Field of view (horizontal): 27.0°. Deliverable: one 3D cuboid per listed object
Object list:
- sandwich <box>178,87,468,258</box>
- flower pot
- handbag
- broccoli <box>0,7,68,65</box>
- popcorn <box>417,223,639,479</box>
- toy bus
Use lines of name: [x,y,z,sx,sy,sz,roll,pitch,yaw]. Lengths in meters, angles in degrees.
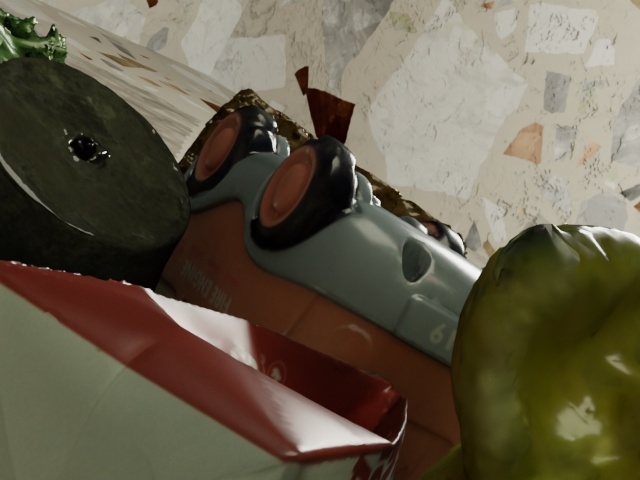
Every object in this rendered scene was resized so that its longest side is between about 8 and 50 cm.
sandwich: [0.000,0.000,1.341,0.325,0.131,0.262,35,-10,-6]
flower pot: [-0.172,-0.007,0.768,0.235,0.148,0.235,32,32,-23]
handbag: [-0.041,0.121,0.566,0.151,0.171,0.298,28,4,24]
broccoli: [-0.304,-0.136,0.946,0.269,0.270,0.270,15,37,-12]
popcorn: [0.151,0.139,0.566,0.326,0.321,0.290,59,4,-2]
toy bus: [-0.006,0.064,0.833,0.194,0.232,0.287,28,0,-27]
